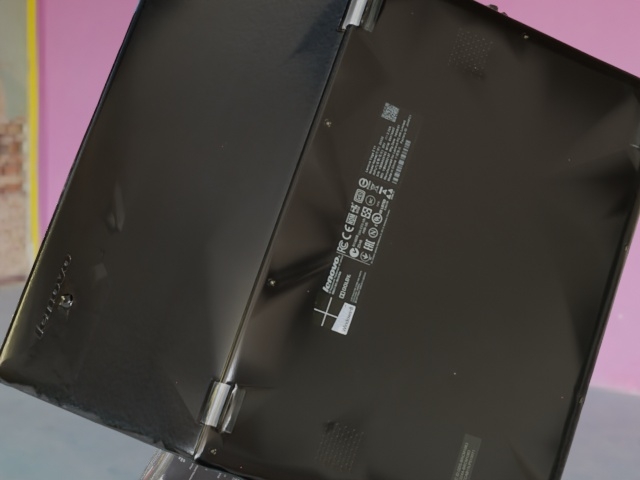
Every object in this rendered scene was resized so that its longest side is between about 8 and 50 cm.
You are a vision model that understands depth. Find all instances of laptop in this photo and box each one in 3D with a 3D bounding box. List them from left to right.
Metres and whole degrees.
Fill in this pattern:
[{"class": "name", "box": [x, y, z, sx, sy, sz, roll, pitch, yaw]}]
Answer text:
[{"class": "laptop", "box": [0.000, 0.000, 0.877, 0.407, 0.382, 0.236, 21, -9, -12]}]

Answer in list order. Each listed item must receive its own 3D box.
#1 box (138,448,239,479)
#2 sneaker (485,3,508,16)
[{"class": "box", "box": [-0.107, 0.195, 1.100, 0.076, 0.242, 0.307, 34, 42, -4]}, {"class": "sneaker", "box": [0.084, -0.133, 1.271, 0.343, 0.134, 0.146, -41, 17, -24]}]
